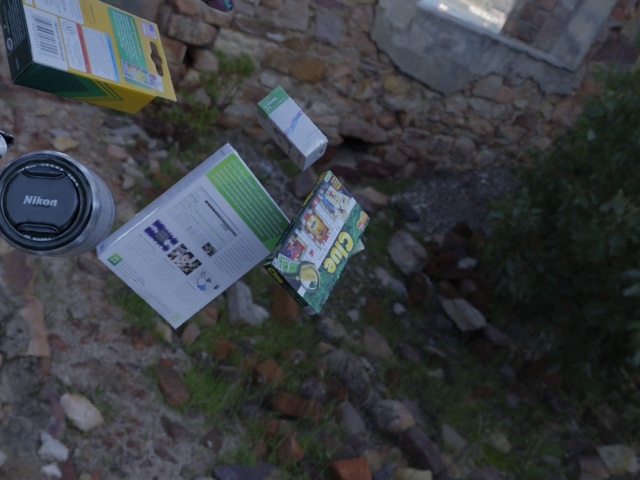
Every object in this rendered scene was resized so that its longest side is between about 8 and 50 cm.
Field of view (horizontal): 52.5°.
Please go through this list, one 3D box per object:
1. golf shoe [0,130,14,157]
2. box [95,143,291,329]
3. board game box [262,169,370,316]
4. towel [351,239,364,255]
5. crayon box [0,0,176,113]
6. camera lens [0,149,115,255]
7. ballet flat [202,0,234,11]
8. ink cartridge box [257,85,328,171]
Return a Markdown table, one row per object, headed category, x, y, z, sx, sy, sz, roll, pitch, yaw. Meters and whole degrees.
| category | x | y | z | sx | sy | sz | roll | pitch | yaw |
| --- | --- | --- | --- | --- | --- | --- | --- | --- | --- |
| golf shoe | -0.688 | -0.196 | 1.303 | 0.093 | 0.077 | 0.198 | 6 | 21 | -4 |
| box | -0.233 | -0.003 | 1.265 | 0.232 | 0.322 | 0.058 | 53 | -1 | -35 |
| board game box | 0.000 | 0.000 | 1.198 | 0.136 | 0.030 | 0.260 | 50 | 48 | -23 |
| towel | 0.036 | 0.004 | 1.731 | 0.148 | 0.027 | 0.110 | -19 | 75 | -15 |
| crayon box | -0.452 | -0.374 | 1.278 | 0.322 | 0.083 | 0.203 | 5 | 63 | -53 |
| camera lens | -0.581 | -0.073 | 1.435 | 0.219 | 0.220 | 0.274 | 22 | -5 | -6 |
| ballet flat | -0.209 | -0.438 | 1.072 | 0.221 | 0.076 | 0.079 | 49 | -10 | 34 |
| ink cartridge box | -0.084 | -0.322 | 1.891 | 0.212 | 0.093 | 0.154 | 47 | -9 | 3 |
